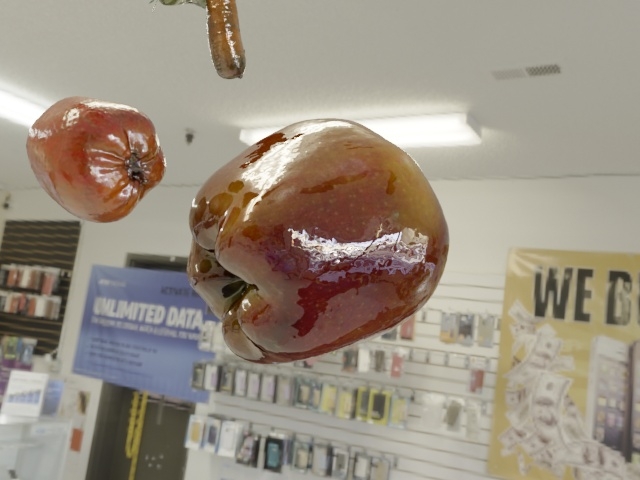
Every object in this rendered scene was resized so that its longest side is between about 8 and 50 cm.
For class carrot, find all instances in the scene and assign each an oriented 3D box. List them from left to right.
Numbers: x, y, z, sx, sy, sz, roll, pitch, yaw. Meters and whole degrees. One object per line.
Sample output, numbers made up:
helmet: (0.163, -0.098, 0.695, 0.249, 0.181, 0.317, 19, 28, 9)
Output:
carrot: (-0.161, -0.359, 1.041, 0.060, 0.186, 0.060, -8, 10, 1)

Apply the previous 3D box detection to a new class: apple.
apple: (0.000, 0.000, 0.778, 0.316, 0.288, 0.288, -27, 12, -33)

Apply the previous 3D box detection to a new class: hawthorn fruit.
hawthorn fruit: (-0.244, -0.089, 0.673, 0.137, 0.133, 0.133, 17, -4, 26)

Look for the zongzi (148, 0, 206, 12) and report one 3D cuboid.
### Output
zongzi: (-0.223, -0.394, 1.051, 0.062, 0.154, 0.130, -11, -38, 17)
